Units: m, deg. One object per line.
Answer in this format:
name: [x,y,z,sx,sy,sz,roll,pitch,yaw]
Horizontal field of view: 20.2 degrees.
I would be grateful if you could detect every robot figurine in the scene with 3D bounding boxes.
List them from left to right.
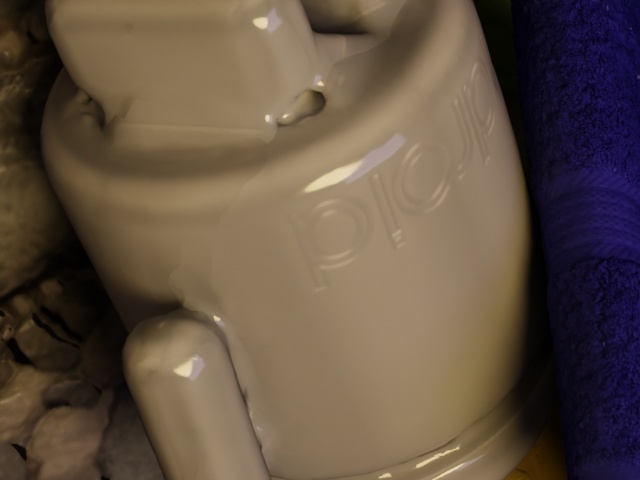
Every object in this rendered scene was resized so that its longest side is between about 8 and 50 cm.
robot figurine: [0.000,0.000,0.834,0.300,0.200,0.353,-57,140,-35]

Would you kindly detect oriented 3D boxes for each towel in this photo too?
towel: [0.156,0.014,0.862,0.227,0.076,0.308,55,27,-59]

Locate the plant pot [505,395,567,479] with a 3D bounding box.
plant pot: [0.148,0.180,1.006,0.212,0.212,0.187,-37,169,-32]

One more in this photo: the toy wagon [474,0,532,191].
toy wagon: [0.189,-0.064,1.119,0.267,0.068,0.344,-25,123,-39]
